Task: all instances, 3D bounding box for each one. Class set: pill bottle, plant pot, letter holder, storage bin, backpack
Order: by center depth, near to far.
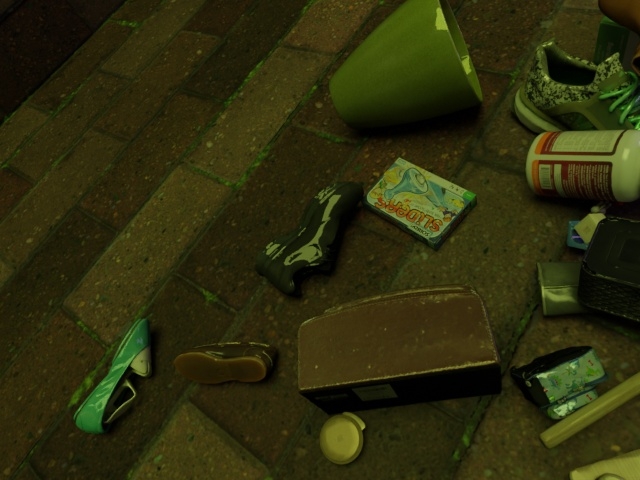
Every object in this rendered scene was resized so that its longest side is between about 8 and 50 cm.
[{"bbox_3d":[0.485,0.049,0.658,0.180,0.084,0.122,19,58,36],"label":"storage bin"},{"bbox_3d":[0.362,0.209,0.680,0.114,0.105,0.084,-27,76,3],"label":"backpack"},{"bbox_3d":[0.126,0.154,0.779,0.302,0.152,0.214,-12,54,15],"label":"letter holder"},{"bbox_3d":[0.487,-0.129,0.788,0.221,0.121,0.121,14,65,49],"label":"pill bottle"},{"bbox_3d":[0.177,-0.380,1.043,0.293,0.275,0.274,-20,53,28],"label":"plant pot"}]

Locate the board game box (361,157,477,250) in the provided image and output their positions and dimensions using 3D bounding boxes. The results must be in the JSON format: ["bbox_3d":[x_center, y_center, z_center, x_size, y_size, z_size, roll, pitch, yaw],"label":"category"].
[{"bbox_3d":[0.203,-0.082,0.963,0.201,0.035,0.136,34,77,34],"label":"board game box"}]

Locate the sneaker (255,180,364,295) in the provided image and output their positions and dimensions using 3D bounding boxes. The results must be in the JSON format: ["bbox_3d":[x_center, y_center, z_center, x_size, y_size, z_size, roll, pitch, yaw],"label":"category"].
[{"bbox_3d":[0.000,0.000,0.965,0.286,0.109,0.130,-47,61,1],"label":"sneaker"}]

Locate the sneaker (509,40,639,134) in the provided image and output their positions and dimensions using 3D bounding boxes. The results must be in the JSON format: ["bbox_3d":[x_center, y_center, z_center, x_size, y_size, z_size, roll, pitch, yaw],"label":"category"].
[{"bbox_3d":[0.535,-0.243,0.838,0.158,0.182,0.410,-44,55,-8],"label":"sneaker"}]

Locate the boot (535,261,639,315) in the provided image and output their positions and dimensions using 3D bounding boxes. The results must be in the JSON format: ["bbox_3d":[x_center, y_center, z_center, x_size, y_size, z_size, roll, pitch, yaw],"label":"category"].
[{"bbox_3d":[0.464,0.101,0.721,0.208,0.076,0.189,-3,44,12],"label":"boot"}]

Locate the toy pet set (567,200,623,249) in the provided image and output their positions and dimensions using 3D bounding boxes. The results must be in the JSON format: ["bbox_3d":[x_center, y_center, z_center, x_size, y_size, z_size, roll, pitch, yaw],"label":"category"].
[{"bbox_3d":[0.499,-0.006,0.797,0.114,0.065,0.122,-3,55,-22],"label":"toy pet set"}]

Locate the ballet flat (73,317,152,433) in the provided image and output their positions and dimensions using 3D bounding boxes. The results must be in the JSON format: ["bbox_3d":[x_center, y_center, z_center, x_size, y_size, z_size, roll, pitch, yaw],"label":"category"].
[{"bbox_3d":[-0.410,0.289,0.964,0.087,0.083,0.247,26,70,7],"label":"ballet flat"}]

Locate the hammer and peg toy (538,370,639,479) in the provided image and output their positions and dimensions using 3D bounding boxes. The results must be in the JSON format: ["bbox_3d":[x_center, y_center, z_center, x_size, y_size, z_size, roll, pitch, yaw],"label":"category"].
[{"bbox_3d":[0.455,0.323,0.556,0.266,0.127,0.361,-24,54,9],"label":"hammer and peg toy"}]

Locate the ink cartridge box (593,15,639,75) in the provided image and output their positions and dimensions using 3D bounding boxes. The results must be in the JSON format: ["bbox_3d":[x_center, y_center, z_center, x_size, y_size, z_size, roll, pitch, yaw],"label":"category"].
[{"bbox_3d":[0.740,-0.418,0.903,0.201,0.117,0.278,-46,55,-9],"label":"ink cartridge box"}]

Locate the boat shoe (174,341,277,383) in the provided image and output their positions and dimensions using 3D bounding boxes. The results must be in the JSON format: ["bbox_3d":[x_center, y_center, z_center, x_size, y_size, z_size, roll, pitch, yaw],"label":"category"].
[{"bbox_3d":[-0.186,0.239,0.907,0.207,0.073,0.073,-1,22,18],"label":"boat shoe"}]

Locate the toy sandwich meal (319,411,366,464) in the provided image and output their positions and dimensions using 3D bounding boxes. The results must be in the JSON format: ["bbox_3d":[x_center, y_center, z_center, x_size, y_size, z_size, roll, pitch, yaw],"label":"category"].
[{"bbox_3d":[0.039,0.335,0.777,0.086,0.029,0.085,-9,62,18],"label":"toy sandwich meal"}]

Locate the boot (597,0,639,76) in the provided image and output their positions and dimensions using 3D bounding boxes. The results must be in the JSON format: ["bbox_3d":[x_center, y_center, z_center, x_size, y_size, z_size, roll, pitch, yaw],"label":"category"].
[{"bbox_3d":[0.574,-0.344,0.778,0.220,0.109,0.283,-41,67,-20],"label":"boot"}]
